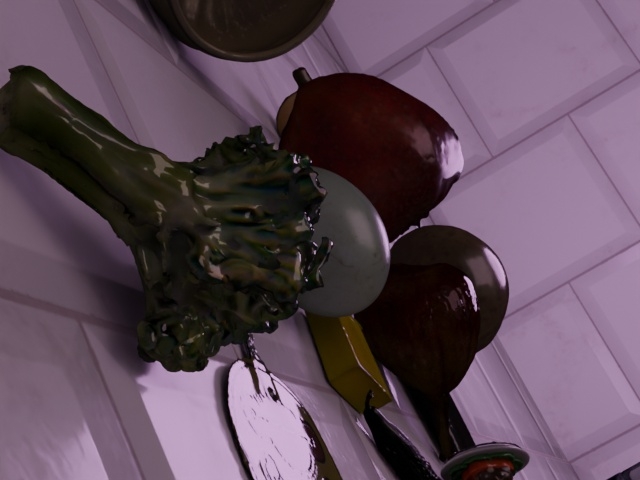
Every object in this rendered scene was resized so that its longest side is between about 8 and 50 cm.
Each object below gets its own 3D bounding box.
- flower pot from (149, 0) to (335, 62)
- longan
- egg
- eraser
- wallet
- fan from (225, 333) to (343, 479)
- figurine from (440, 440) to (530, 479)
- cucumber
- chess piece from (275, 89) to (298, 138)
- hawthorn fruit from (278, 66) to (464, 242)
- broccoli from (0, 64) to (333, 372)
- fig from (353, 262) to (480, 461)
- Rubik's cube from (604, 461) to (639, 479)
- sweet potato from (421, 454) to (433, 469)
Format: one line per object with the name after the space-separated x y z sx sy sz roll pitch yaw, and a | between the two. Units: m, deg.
-0.137 -0.428 1.555 0.307 0.307 0.244 50 -2 -41 | flower pot
0.227 0.087 1.963 0.246 0.215 0.246 15 36 -12 | longan
0.000 0.000 1.270 0.192 0.149 0.149 60 10 14 | egg
0.033 0.140 1.320 0.097 0.045 0.122 48 15 -43 | eraser
0.164 0.221 1.711 0.321 0.044 0.170 65 9 13 | wallet
-0.037 0.170 0.999 0.229 0.011 0.335 43 21 -56 | fan
0.240 0.372 1.483 0.132 0.132 0.153 46 28 -50 | figurine
0.090 0.250 1.296 0.163 0.043 0.039 51 20 -20 | cucumber
0.037 -0.159 2.035 0.117 0.117 0.397 63 9 23 | chess piece
0.051 -0.138 1.644 0.307 0.265 0.265 52 11 -3 | hawthorn fruit
-0.133 -0.002 0.817 0.275 0.177 0.198 14 75 -35 | broccoli
0.170 0.160 1.574 0.290 0.191 0.190 56 11 -17 | fig
0.624 0.626 1.995 0.305 0.301 0.303 50 13 -43 | Rubik's cube
0.127 0.292 1.355 0.095 0.034 0.034 52 12 -20 | sweet potato
